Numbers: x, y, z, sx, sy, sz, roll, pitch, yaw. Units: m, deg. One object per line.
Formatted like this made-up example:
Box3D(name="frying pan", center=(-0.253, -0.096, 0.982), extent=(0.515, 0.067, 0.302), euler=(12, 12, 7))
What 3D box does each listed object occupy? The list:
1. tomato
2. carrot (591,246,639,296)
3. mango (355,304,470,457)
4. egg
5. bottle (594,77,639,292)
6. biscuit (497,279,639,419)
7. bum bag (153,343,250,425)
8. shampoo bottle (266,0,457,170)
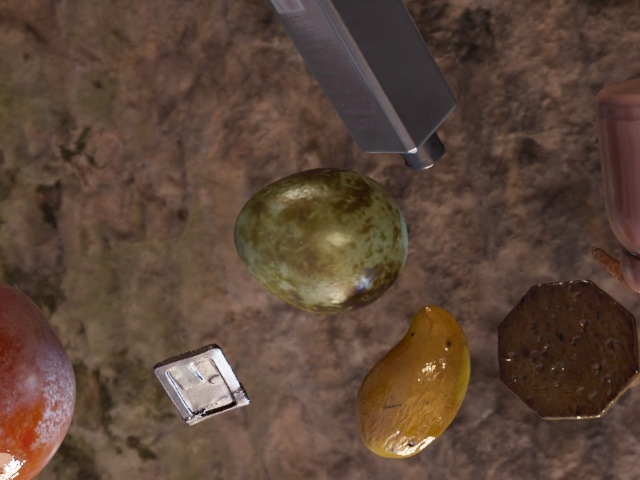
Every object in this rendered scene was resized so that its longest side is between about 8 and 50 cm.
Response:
Box3D(name="tomato", center=(-0.411, 0.163, 0.995), extent=(0.270, 0.227, 0.270), euler=(24, -45, 27))
Box3D(name="carrot", center=(0.641, 0.074, 1.761), extent=(0.191, 0.047, 0.047), euler=(41, -34, 23))
Box3D(name="mango", center=(0.150, 0.232, 1.353), extent=(0.109, 0.157, 0.262), euler=(-67, -179, -76))
Box3D(name="egg", center=(0.000, 0.000, 1.375), extent=(0.238, 0.290, 0.238), euler=(-176, -90, -70))
Box3D(name="bottle", center=(0.481, -0.076, 1.180), extent=(0.206, 0.173, 0.296), euler=(-56, 136, -68))
Box3D(name="biscuit", center=(0.598, 0.264, 2.074), extent=(0.359, 0.046, 0.359), euler=(-8, -106, 30))
Box3D(name="bum bag", center=(-0.179, 0.217, 1.289), extent=(0.026, 0.109, 0.159), euler=(-109, 180, -47))
Box3D(name="shampoo bottle", center=(0.040, -0.166, 0.758), extent=(0.080, 0.079, 0.246), euler=(10, -39, 53))
